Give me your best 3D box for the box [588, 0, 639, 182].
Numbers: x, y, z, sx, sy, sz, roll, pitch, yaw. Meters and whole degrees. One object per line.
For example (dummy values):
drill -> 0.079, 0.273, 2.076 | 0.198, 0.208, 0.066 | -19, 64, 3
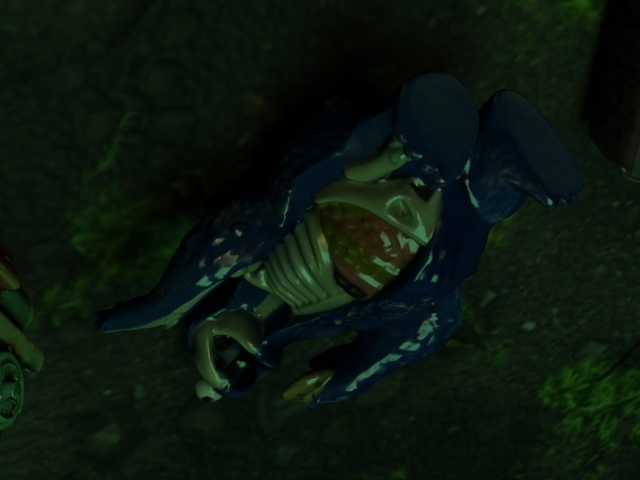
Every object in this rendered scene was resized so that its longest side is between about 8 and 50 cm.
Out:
box -> 0.225, -0.144, 0.839 | 0.120, 0.069, 0.224 | -12, 133, -20

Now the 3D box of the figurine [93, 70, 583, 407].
figurine -> 0.009, 0.000, 0.825 | 0.262, 0.120, 0.164 | -32, 134, 26

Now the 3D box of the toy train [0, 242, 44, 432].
toy train -> -0.188, 0.020, 0.727 | 0.074, 0.118, 0.176 | -1, 151, 19
